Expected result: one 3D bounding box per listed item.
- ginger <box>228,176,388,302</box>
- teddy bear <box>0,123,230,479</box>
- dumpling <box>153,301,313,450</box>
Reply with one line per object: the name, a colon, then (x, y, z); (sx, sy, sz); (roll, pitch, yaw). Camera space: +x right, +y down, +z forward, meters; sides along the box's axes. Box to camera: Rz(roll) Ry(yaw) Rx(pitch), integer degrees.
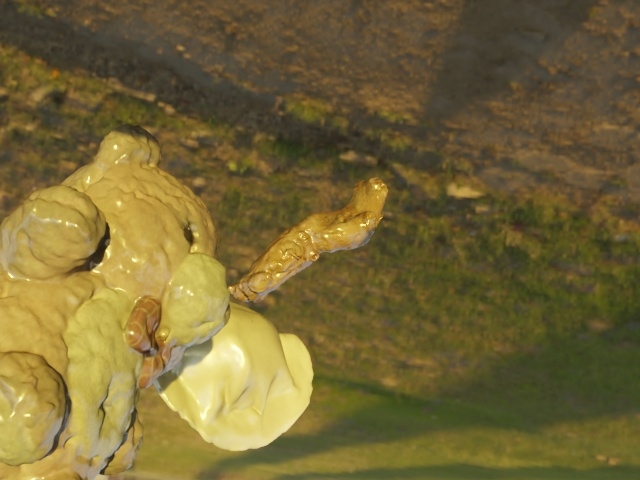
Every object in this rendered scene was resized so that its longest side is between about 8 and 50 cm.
ginger: (-0.002, 0.002, 1.356); (0.084, 0.290, 0.122); (54, 154, 2)
teddy bear: (-0.154, 0.060, 0.595); (0.151, 0.267, 0.236); (19, 129, 23)
dumpling: (-0.110, 0.145, 1.028); (0.126, 0.166, 0.216); (-21, 146, 19)
